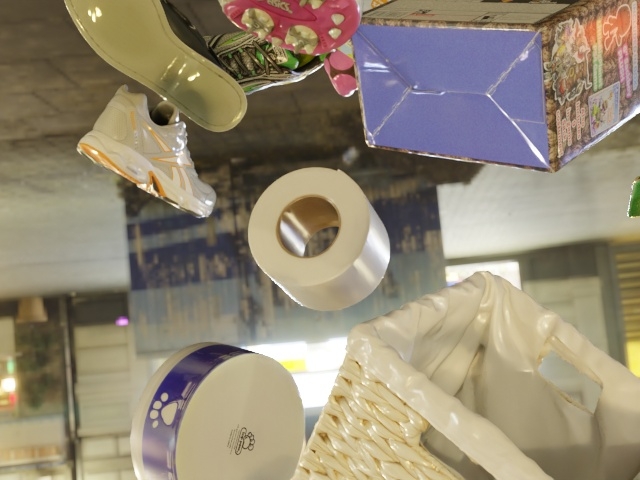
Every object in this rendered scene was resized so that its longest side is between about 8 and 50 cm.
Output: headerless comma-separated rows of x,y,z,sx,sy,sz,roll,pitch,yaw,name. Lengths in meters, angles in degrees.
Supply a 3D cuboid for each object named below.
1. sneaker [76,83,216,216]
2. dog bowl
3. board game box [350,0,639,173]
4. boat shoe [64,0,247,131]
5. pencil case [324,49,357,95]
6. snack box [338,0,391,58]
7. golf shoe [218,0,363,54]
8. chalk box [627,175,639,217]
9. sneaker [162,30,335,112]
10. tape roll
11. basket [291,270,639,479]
-0.207,-0.119,1.395,0.099,0.121,0.262,25,175,30,sneaker
-0.148,0.290,1.539,0.104,0.264,0.265,6,-177,44,dog bowl
0.214,-0.200,1.074,0.232,0.141,0.291,14,-146,41,board game box
-0.253,-0.304,1.573,0.340,0.127,0.113,37,-172,-14,boat shoe
0.109,-0.324,1.710,0.209,0.095,0.098,-28,-164,18,pencil case
0.090,-0.332,1.400,0.174,0.070,0.207,31,144,-13,snack box
-0.091,-0.266,0.803,0.306,0.140,0.115,29,151,-3,golf shoe
0.396,-0.085,0.849,0.289,0.179,0.180,-28,158,1,chalk box
-0.129,-0.320,1.789,0.344,0.134,0.146,-24,-172,-26,sneaker
0.000,0.000,2.002,0.246,0.246,0.169,-7,157,15,tape roll
0.191,0.248,1.146,0.328,0.266,0.331,38,-150,24,basket
